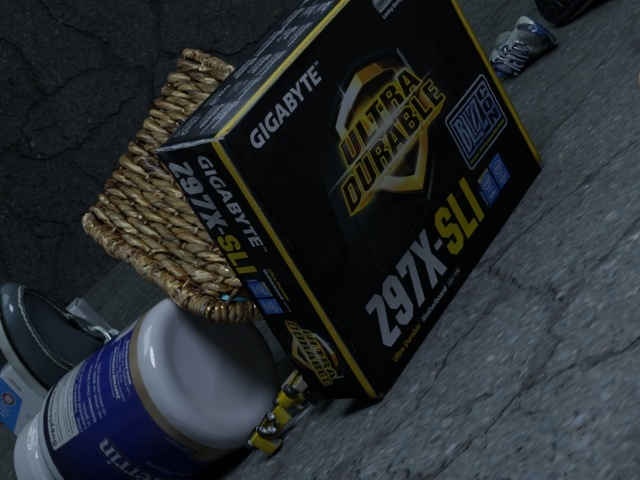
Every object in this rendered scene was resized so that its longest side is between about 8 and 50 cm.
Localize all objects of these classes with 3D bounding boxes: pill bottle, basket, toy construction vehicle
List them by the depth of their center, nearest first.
[{"bbox_3d":[-0.017,0.138,1.339,0.086,0.035,0.098,-51,2,28],"label":"toy construction vehicle"},{"bbox_3d":[-0.173,0.169,1.467,0.264,0.153,0.153,-36,12,40],"label":"pill bottle"},{"bbox_3d":[-0.050,-0.022,1.486,0.299,0.213,0.223,27,86,52],"label":"basket"}]

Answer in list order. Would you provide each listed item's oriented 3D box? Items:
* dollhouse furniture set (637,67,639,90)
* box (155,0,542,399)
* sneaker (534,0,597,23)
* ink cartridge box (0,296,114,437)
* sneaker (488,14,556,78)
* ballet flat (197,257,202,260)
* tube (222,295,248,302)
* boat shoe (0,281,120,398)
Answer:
[{"bbox_3d":[0.269,-0.128,0.888,0.242,0.161,0.212,-40,10,22],"label":"dollhouse furniture set"},{"bbox_3d":[0.039,-0.067,1.273,0.079,0.257,0.322,-7,33,42],"label":"box"},{"bbox_3d":[0.326,-0.316,1.811,0.097,0.084,0.234,-21,4,-18],"label":"sneaker"},{"bbox_3d":[-0.364,0.197,2.183,0.190,0.139,0.082,-43,8,3],"label":"ink cartridge box"},{"bbox_3d":[0.232,-0.220,1.818,0.058,0.052,0.135,-56,5,-13],"label":"sneaker"},{"bbox_3d":[-0.005,-0.070,1.871,0.348,0.123,0.123,-32,11,8],"label":"ballet flat"},{"bbox_3d":[-0.097,0.071,1.908,0.207,0.052,0.080,-41,-1,-4],"label":"tube"},{"bbox_3d":[-0.232,0.120,1.619,0.099,0.319,0.116,-24,53,13],"label":"boat shoe"}]
